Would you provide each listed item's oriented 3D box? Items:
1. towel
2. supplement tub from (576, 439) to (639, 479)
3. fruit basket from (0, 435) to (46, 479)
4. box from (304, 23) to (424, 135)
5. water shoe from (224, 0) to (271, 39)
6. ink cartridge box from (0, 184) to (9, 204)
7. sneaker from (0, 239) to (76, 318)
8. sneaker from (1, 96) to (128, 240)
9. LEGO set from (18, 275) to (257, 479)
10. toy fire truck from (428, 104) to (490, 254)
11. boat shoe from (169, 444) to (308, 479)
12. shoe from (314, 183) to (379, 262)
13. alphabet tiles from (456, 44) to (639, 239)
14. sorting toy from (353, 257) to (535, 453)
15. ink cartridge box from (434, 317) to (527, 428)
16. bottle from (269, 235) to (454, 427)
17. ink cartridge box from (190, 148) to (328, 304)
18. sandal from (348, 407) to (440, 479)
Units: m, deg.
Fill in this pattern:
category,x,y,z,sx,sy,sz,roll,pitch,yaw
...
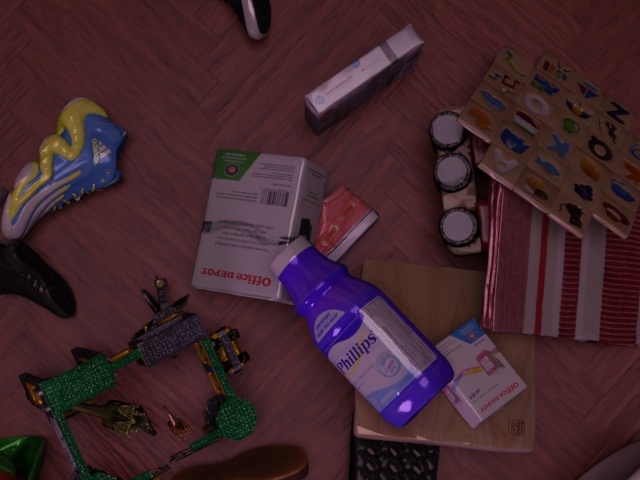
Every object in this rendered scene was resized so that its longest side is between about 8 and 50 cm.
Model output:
category,x,y,z,sx,sy,sz,roll,pitch,yaw
towel,0.364,0.026,1.841,0.329,0.037,0.237,8,85,-34
supplement tub,0.491,0.462,1.782,0.235,0.235,0.325,-38,87,-5
fruit basket,-0.571,0.304,1.756,0.392,0.283,0.392,-1,102,-4
box,0.061,-0.233,1.878,0.186,0.145,0.038,-36,84,-5
water shoe,-0.135,-0.393,1.935,0.080,0.073,0.203,-18,85,23
ink cartridge box,-0.538,-0.025,1.853,0.060,0.104,0.180,37,83,3
sneaker,-0.440,0.057,1.874,0.089,0.051,0.170,-23,117,29
sneaker,-0.366,-0.089,1.873,0.126,0.091,0.240,28,83,0
LEGO set,-0.270,0.231,1.822,0.331,0.192,0.255,-35,102,-20
toy fire truck,0.292,-0.093,1.888,0.246,0.158,0.217,-6,84,7
boat shoe,-0.116,0.354,1.856,0.207,0.073,0.073,-12,122,0
shoe,0.000,0.000,1.897,0.081,0.063,0.178,43,81,6
alphabet tiles,0.347,-0.146,1.837,0.285,0.011,0.342,35,42,0
sorting toy,0.172,0.173,1.839,0.255,0.089,0.257,7,69,-8
ink cartridge box,0.211,0.184,1.764,0.088,0.052,0.122,-34,80,-20
bottle,0.049,0.116,1.725,0.283,0.092,0.118,47,126,9
ink cartridge box,-0.088,-0.018,1.853,0.153,0.087,0.208,9,84,27
sandal,0.090,0.417,1.847,0.167,0.107,0.446,15,71,-4
